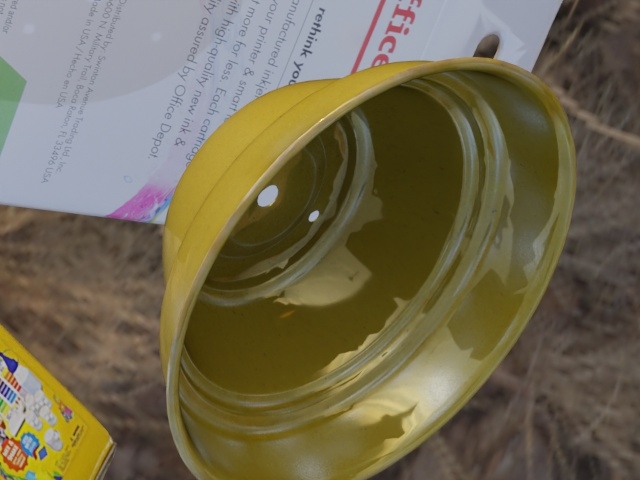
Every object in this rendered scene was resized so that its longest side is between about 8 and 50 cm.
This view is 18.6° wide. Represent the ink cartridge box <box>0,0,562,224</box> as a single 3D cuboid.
[{"bbox_3d":[-0.060,-0.120,0.987,0.353,0.119,0.207,8,116,-35],"label":"ink cartridge box"}]

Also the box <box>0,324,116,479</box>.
[{"bbox_3d":[-0.253,0.053,0.375,0.290,0.177,0.279,-29,113,34],"label":"box"}]

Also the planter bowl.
[{"bbox_3d":[0.000,0.000,0.831,0.090,0.217,0.217,39,129,37],"label":"planter bowl"}]
